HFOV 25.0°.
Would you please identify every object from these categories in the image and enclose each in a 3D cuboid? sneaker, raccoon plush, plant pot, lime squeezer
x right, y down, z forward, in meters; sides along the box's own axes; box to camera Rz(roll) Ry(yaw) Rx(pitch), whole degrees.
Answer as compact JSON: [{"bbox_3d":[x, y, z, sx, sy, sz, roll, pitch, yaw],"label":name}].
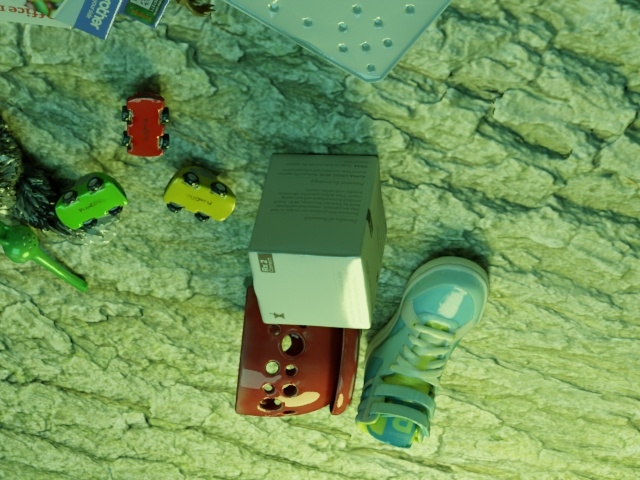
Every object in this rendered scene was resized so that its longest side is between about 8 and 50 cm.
[{"bbox_3d":[0.147,0.180,2.077,0.127,0.208,0.319,19,138,-7],"label":"sneaker"},{"bbox_3d":[-0.487,-0.037,1.902,0.446,0.299,0.216,21,138,-12],"label":"raccoon plush"},{"bbox_3d":[-0.035,0.170,2.126,0.174,0.191,0.191,7,139,-5],"label":"plant pot"},{"bbox_3d":[-0.485,-0.002,2.143,0.310,0.059,0.110,19,169,-11],"label":"lime squeezer"}]

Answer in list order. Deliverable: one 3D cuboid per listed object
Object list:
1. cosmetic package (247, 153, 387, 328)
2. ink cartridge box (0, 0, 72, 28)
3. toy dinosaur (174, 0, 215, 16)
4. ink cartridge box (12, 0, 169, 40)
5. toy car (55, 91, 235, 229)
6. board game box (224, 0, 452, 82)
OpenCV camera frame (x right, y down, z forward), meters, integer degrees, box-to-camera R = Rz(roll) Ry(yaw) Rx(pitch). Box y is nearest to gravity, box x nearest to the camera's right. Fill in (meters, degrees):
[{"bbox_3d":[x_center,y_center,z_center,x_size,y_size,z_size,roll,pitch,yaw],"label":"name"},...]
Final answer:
[{"bbox_3d":[0.000,0.000,1.923,0.151,0.184,0.151,2,139,11],"label":"cosmetic package"},{"bbox_3d":[-0.359,-0.360,1.664,0.160,0.093,0.219,7,138,4],"label":"ink cartridge box"},{"bbox_3d":[-0.169,-0.323,1.701,0.211,0.064,0.112,-7,125,4],"label":"toy dinosaur"},{"bbox_3d":[-0.297,-0.334,1.567,0.311,0.065,0.186,20,137,-15],"label":"ink cartridge box"},{"bbox_3d":[-0.258,-0.087,1.953,0.225,0.053,0.239,-24,129,14],"label":"toy car"},{"bbox_3d":[0.009,-0.395,1.547,0.390,0.050,0.390,28,130,-19],"label":"board game box"}]
